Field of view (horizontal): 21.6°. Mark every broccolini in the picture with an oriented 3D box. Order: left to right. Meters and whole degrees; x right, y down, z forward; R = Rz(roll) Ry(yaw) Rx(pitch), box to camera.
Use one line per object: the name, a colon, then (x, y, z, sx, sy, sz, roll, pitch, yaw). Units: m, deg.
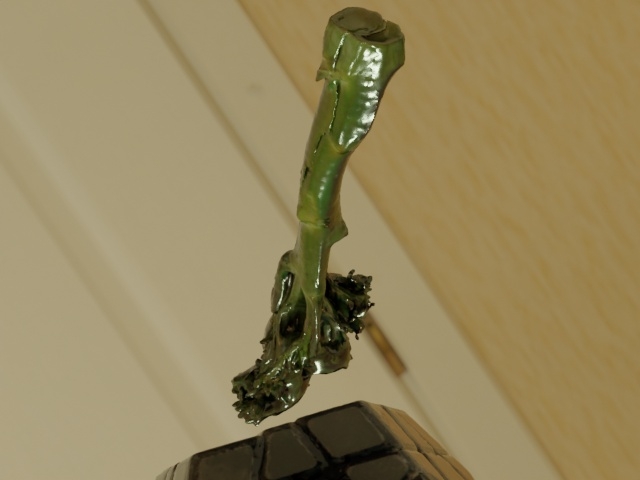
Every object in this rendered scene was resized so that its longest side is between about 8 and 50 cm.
broccolini: (0.008, 0.001, 0.679, 0.057, 0.071, 0.254, 6, 149, -9)

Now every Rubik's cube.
Rubik's cube: (0.007, 0.260, 1.143, 0.319, 0.319, 0.264, -37, -153, -31)
